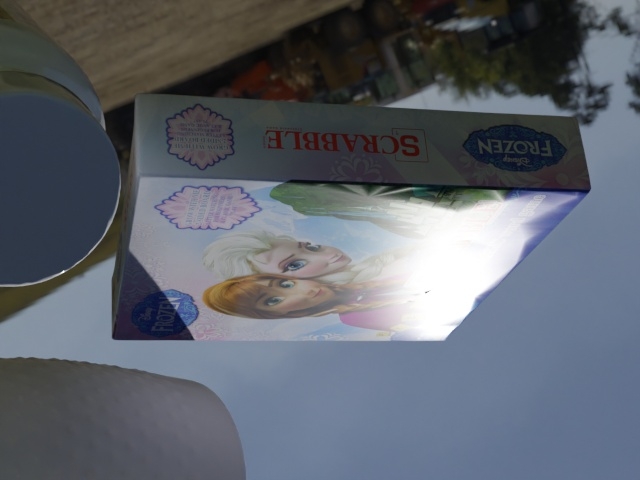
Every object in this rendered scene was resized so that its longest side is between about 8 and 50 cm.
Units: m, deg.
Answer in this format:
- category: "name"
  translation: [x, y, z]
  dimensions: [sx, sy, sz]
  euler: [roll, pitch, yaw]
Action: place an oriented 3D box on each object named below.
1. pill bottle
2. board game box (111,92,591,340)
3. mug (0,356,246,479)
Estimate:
- category: "pill bottle"
  translation: [-0.195, -0.066, 0.606]
  dimensions: [0.131, 0.131, 0.229]
  euler: [-24, -148, -17]
- category: "board game box"
  translation: [0.000, 0.000, 0.856]
  dimensions: [0.317, 0.066, 0.319]
  euler: [1, 155, -13]
- category: "mug"
  translation: [-0.308, 0.240, 1.060]
  dimensions: [0.328, 0.276, 0.374]
  euler: [15, 179, -36]
